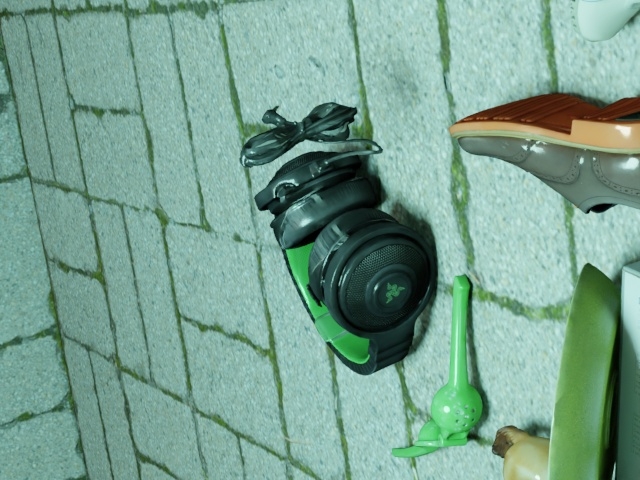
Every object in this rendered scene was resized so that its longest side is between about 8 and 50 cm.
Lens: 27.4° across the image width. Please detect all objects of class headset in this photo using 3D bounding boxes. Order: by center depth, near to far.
[{"bbox_3d":[0.000,0.000,1.447,0.243,0.185,0.394,54,157,33],"label":"headset"}]

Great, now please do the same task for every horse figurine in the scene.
[{"bbox_3d":[0.240,0.262,1.268,0.263,0.066,0.174,45,148,38],"label":"horse figurine"}]

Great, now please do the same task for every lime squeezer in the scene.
[{"bbox_3d":[0.127,0.186,1.446,0.110,0.059,0.310,54,147,34],"label":"lime squeezer"}]

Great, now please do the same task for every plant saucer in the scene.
[{"bbox_3d":[0.230,0.140,1.109,0.037,0.241,0.241,5,114,18],"label":"plant saucer"}]

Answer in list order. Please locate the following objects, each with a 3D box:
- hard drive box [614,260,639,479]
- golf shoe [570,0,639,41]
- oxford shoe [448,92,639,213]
[{"bbox_3d":[0.324,0.142,1.025,0.181,0.089,0.232,30,130,53],"label":"hard drive box"},{"bbox_3d":[0.255,-0.203,1.010,0.086,0.069,0.176,55,148,22],"label":"golf shoe"},{"bbox_3d":[0.207,-0.069,1.133,0.271,0.097,0.098,15,122,59],"label":"oxford shoe"}]
